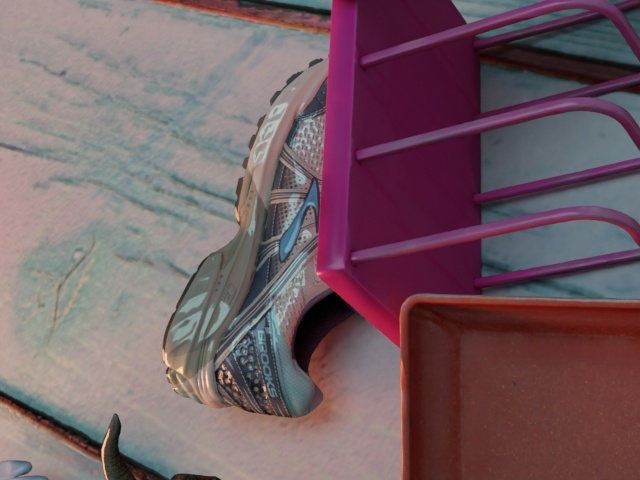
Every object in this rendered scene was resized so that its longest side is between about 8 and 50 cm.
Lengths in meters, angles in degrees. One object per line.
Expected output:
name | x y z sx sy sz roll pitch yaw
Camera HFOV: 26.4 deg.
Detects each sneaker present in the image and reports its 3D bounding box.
sneaker | 0.000 0.000 0.990 0.122 0.110 0.283 17 77 22

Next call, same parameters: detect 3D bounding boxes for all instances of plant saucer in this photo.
plant saucer | 0.169 0.158 0.731 0.259 0.047 0.259 0 92 31

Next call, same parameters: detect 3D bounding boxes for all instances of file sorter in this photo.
file sorter | 0.129 -0.081 0.863 0.182 0.202 0.291 -12 58 26

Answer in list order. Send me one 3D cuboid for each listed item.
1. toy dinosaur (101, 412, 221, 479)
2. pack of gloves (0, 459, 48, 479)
toy dinosaur | -0.040 0.231 0.801 0.121 0.314 0.160 -12 30 0
pack of gloves | -0.278 0.283 1.058 0.232 0.046 0.195 -20 68 27
